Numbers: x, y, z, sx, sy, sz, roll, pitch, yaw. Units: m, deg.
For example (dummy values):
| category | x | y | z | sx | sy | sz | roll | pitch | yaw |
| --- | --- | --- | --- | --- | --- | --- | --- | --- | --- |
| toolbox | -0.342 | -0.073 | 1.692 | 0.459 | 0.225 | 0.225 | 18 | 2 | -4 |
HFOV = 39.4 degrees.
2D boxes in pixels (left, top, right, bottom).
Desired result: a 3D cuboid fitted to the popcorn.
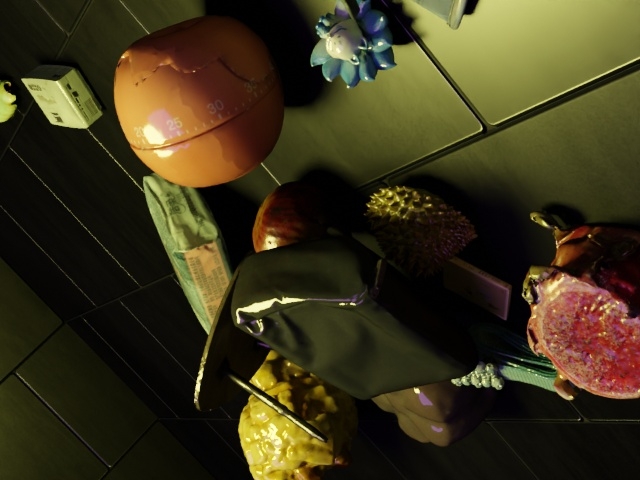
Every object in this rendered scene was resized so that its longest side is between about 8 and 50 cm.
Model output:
| category | x | y | z | sx | sy | sz | roll | pitch | yaw |
| --- | --- | --- | --- | --- | --- | --- | --- | --- | --- |
| popcorn | -0.043 | 0.363 | 1.875 | 0.225 | 0.264 | 0.332 | -43 | 53 | 46 |

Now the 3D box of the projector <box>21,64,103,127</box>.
| category | x | y | z | sx | sy | sz | roll | pitch | yaw |
| --- | --- | --- | --- | --- | --- | --- | --- | --- | --- |
| projector | -0.503 | -0.285 | 1.753 | 0.147 | 0.061 | 0.115 | 14 | 140 | 45 |

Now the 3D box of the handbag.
| category | x | y | z | sx | sy | sz | roll | pitch | yaw |
| --- | --- | --- | --- | --- | --- | --- | --- | --- | --- |
| handbag | 0.064 | 0.091 | 1.297 | 0.275 | 0.178 | 0.302 | -22 | 136 | 36 |

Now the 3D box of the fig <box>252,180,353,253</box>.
| category | x | y | z | sx | sy | sz | roll | pitch | yaw |
| --- | --- | --- | --- | --- | --- | --- | --- | --- | --- |
| fig | -0.018 | -0.020 | 1.396 | 0.202 | 0.148 | 0.149 | -4 | 164 | 20 |

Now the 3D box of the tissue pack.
| category | x | y | z | sx | sy | sz | roll | pitch | yaw |
| --- | --- | --- | --- | --- | --- | --- | --- | --- | --- |
| tissue pack | -0.235 | 0.033 | 1.723 | 0.228 | 0.103 | 0.316 | 56 | 165 | 37 |

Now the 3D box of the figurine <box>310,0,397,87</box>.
| category | x | y | z | sx | sy | sz | roll | pitch | yaw |
| --- | --- | --- | --- | --- | --- | --- | --- | --- | --- |
| figurine | 0.045 | -0.230 | 1.056 | 0.114 | 0.079 | 0.114 | 1 | 92 | 29 |

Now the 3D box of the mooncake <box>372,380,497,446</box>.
| category | x | y | z | sx | sy | sz | roll | pitch | yaw |
| --- | --- | --- | --- | --- | --- | --- | --- | --- | --- |
| mooncake | 0.172 | 0.235 | 1.514 | 0.245 | 0.133 | 0.245 | 40 | 158 | 20 |

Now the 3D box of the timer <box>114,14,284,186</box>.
| category | x | y | z | sx | sy | sz | roll | pitch | yaw |
| --- | --- | --- | --- | --- | --- | --- | --- | --- | --- |
| timer | -0.166 | -0.195 | 1.236 | 0.229 | 0.229 | 0.215 | 14 | 132 | 44 |

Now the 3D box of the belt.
| category | x | y | z | sx | sy | sz | roll | pitch | yaw |
| --- | --- | --- | --- | --- | --- | --- | --- | --- | --- |
| belt | 0.285 | 0.185 | 1.317 | 0.179 | 0.100 | 0.065 | 15 | 146 | 40 |

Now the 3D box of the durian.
| category | x | y | z | sx | sy | sz | roll | pitch | yaw |
| --- | --- | --- | --- | --- | --- | --- | --- | --- | --- |
| durian | 0.118 | -0.005 | 1.268 | 0.146 | 0.102 | 0.208 | 38 | 157 | -3 |

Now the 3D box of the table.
| category | x | y | z | sx | sy | sz | roll | pitch | yaw |
| --- | --- | --- | --- | --- | --- | --- | --- | --- | --- |
| table | -0.038 | 0.212 | 1.698 | 0.249 | 0.317 | 0.317 | 16 | 145 | 19 |

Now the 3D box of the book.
| category | x | y | z | sx | sy | sz | roll | pitch | yaw |
| --- | --- | --- | --- | --- | --- | --- | --- | --- | --- |
| book | 0.228 | 0.068 | 1.311 | 0.111 | 0.014 | 0.077 | 29 | 150 | 27 |

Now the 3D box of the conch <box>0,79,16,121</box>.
| category | x | y | z | sx | sy | sz | roll | pitch | yaw |
| --- | --- | --- | --- | --- | --- | --- | --- | --- | --- |
| conch | -0.720 | -0.313 | 2.006 | 0.170 | 0.079 | 0.105 | -3 | 143 | 47 |

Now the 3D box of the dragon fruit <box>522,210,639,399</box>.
| category | x | y | z | sx | sy | sz | roll | pitch | yaw |
| --- | --- | --- | --- | --- | --- | --- | --- | --- | --- |
| dragon fruit | 0.335 | 0.090 | 1.054 | 0.282 | 0.147 | 0.211 | 37 | 153 | 9 |

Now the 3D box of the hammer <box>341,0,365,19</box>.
| category | x | y | z | sx | sy | sz | roll | pitch | yaw |
| --- | --- | --- | --- | --- | --- | --- | --- | --- | --- |
| hammer | -0.042 | -0.313 | 1.036 | 0.158 | 0.041 | 0.226 | 30 | 177 | -27 |

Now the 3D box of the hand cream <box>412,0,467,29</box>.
| category | x | y | z | sx | sy | sz | roll | pitch | yaw |
| --- | --- | --- | --- | --- | --- | --- | --- | --- | --- |
| hand cream | 0.049 | -0.315 | 0.961 | 0.256 | 0.055 | 0.088 | 35 | 150 | 13 |
